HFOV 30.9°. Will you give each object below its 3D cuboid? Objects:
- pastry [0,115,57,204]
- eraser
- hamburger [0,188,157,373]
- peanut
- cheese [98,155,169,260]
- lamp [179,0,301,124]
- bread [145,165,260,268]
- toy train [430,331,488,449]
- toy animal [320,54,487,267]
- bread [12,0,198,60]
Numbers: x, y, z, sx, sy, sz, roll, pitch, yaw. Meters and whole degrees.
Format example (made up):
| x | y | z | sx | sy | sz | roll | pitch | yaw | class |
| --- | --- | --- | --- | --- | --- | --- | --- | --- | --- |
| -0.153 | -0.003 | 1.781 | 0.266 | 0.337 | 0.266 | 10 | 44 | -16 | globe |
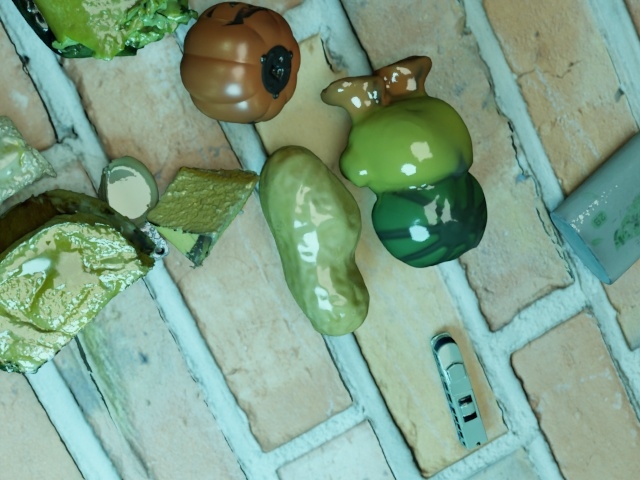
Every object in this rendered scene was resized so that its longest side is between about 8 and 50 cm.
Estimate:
| x | y | z | sx | sy | sz | roll | pitch | yaw | class |
| --- | --- | --- | --- | --- | --- | --- | --- | --- | --- |
| -0.532 | -0.078 | 1.709 | 0.258 | 0.089 | 0.121 | -34 | 92 | -12 | pastry |
| 0.530 | -0.059 | 1.999 | 0.227 | 0.081 | 0.174 | -43 | 106 | -7 | eraser |
| -0.413 | 0.049 | 1.727 | 0.309 | 0.132 | 0.211 | -40 | 105 | -3 | hamburger |
| 0.000 | 0.000 | 1.833 | 0.148 | 0.147 | 0.318 | -20 | 99 | -12 | peanut |
| -0.292 | -0.046 | 1.794 | 0.092 | 0.047 | 0.171 | -12 | 101 | -12 | cheese |
| -0.127 | -0.267 | 1.748 | 0.188 | 0.164 | 0.187 | -25 | 120 | -53 | lamp |
| -0.170 | -0.053 | 1.762 | 0.127 | 0.152 | 0.147 | 42 | 59 | -15 | bread |
| 0.236 | 0.255 | 1.979 | 0.043 | 0.047 | 0.207 | -22 | 104 | -13 | toy train |
| 0.151 | -0.118 | 1.827 | 0.216 | 0.191 | 0.338 | -24 | 100 | -24 | toy animal |
| -0.351 | -0.439 | 1.654 | 0.251 | 0.208 | 0.376 | -33 | 101 | -14 | bread |
